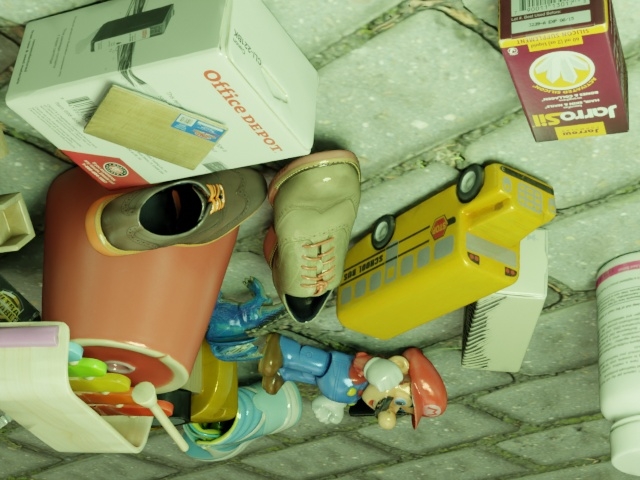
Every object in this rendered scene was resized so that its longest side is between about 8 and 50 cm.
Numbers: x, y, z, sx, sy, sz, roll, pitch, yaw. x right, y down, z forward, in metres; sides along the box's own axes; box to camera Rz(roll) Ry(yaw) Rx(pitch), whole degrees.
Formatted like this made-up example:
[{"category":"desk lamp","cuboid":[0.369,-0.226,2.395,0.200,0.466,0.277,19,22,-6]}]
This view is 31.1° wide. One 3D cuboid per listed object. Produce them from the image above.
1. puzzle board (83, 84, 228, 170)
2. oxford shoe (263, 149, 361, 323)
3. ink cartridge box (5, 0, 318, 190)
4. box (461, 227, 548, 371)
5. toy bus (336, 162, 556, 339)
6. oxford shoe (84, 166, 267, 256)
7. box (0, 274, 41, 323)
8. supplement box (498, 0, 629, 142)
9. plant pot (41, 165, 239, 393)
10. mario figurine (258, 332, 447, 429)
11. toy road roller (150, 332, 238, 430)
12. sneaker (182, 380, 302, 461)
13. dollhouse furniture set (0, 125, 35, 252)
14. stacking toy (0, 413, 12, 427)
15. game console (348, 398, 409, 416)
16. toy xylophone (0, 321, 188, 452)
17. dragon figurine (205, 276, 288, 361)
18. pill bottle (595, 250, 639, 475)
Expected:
[{"category":"puzzle board","cuboid":[-0.171,-0.117,1.196,0.128,0.011,0.096,18,148,-22]},{"category":"oxford shoe","cuboid":[0.000,0.000,1.487,0.122,0.130,0.348,-9,157,-9]},{"category":"ink cartridge box","cuboid":[-0.163,-0.164,1.241,0.272,0.114,0.197,-7,149,26]},{"category":"box","cuboid":[0.261,0.089,1.655,0.094,0.113,0.275,4,151,4]},{"category":"toy bus","cuboid":[0.158,0.019,1.515,0.108,0.130,0.332,22,148,-29]},{"category":"oxford shoe","cuboid":[-0.147,-0.038,1.383,0.098,0.097,0.271,-9,-171,43]},{"category":"box","cuboid":[-0.512,0.090,1.665,0.293,0.073,0.295,40,155,14]},{"category":"supplement box","cuboid":[0.249,-0.185,1.164,0.104,0.081,0.188,-6,151,20]},{"category":"plant pot","cuboid":[-0.257,0.063,1.556,0.274,0.243,0.275,4,153,2]},{"category":"mario figurine","cuboid":[0.053,0.256,1.937,0.320,0.170,0.198,9,-172,10]},{"category":"toy road roller","cuboid":[-0.286,0.239,1.954,0.329,0.203,0.240,-15,157,33]},{"category":"sneaker","cuboid":[-0.207,0.339,2.142,0.208,0.127,0.319,0,154,-47]},{"category":"dollhouse furniture set","cuboid":[-0.505,-0.057,1.237,0.173,0.355,0.303,-6,112,20]},{"category":"stacking toy","cuboid":[-0.572,0.231,2.032,0.167,0.052,0.221,54,143,1]},{"category":"game console","cuboid":[0.126,0.311,2.149,0.122,0.107,0.071,-5,122,18]},{"category":"toy xylophone","cuboid":[-0.294,0.204,1.477,0.236,0.081,0.323,2,152,7]},{"category":"dragon figurine","cuboid":[-0.130,0.138,1.779,0.289,0.144,0.085,2,153,6]},{"category":"pill bottle","cuboid":[0.464,0.171,1.586,0.160,0.283,0.160,5,152,2]}]
